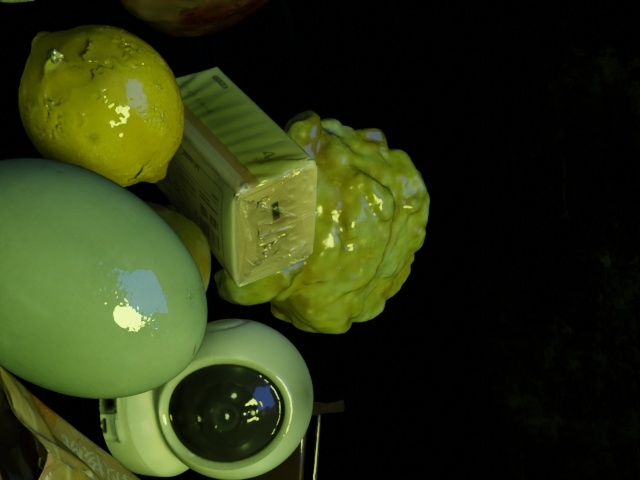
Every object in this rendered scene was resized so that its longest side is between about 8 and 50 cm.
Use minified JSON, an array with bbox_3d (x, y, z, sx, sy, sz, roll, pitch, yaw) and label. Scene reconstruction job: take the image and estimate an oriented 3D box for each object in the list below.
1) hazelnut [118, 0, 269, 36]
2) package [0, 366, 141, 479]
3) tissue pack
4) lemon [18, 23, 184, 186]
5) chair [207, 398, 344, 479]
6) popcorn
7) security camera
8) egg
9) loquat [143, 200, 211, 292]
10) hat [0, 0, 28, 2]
[{"bbox_3d":[-0.142,-0.443,1.056,0.421,0.352,0.421,5,90,-90],"label":"hazelnut"},{"bbox_3d":[-0.241,0.277,0.877,0.311,0.165,0.221,60,34,-41],"label":"package"},{"bbox_3d":[-0.113,-0.081,1.098,0.125,0.234,0.159,-24,140,-24],"label":"tissue pack"},{"bbox_3d":[-0.235,-0.142,0.982,0.206,0.173,0.173,60,34,-39],"label":"lemon"},{"bbox_3d":[-0.095,0.299,1.189,0.319,0.160,0.186,15,76,-63],"label":"chair"},{"bbox_3d":[0.010,-0.003,1.348,0.334,0.293,0.292,32,52,-39],"label":"popcorn"},{"bbox_3d":[-0.120,0.188,1.069,0.194,0.236,0.195,-5,90,-66],"label":"security camera"},{"bbox_3d":[-0.239,0.036,0.851,0.282,0.203,0.203,29,43,-5],"label":"egg"},{"bbox_3d":[-0.205,0.040,1.027,0.152,0.152,0.195,56,41,-43],"label":"loquat"},{"bbox_3d":[-0.291,-0.363,0.868,0.110,0.252,0.252,-61,138,-63],"label":"hat"}]
